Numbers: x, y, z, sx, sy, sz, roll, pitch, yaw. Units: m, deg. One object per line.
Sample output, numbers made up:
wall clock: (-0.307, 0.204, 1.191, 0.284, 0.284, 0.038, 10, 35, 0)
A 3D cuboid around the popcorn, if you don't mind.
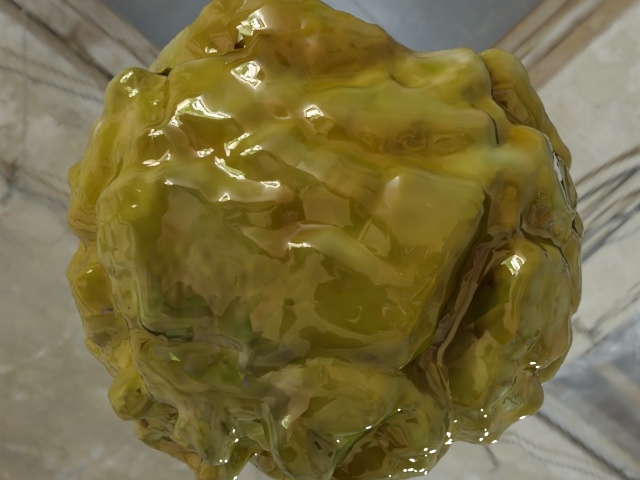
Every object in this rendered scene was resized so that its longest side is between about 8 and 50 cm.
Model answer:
popcorn: (0.002, 0.006, 0.528, 0.249, 0.249, 0.225, 53, -176, 17)
